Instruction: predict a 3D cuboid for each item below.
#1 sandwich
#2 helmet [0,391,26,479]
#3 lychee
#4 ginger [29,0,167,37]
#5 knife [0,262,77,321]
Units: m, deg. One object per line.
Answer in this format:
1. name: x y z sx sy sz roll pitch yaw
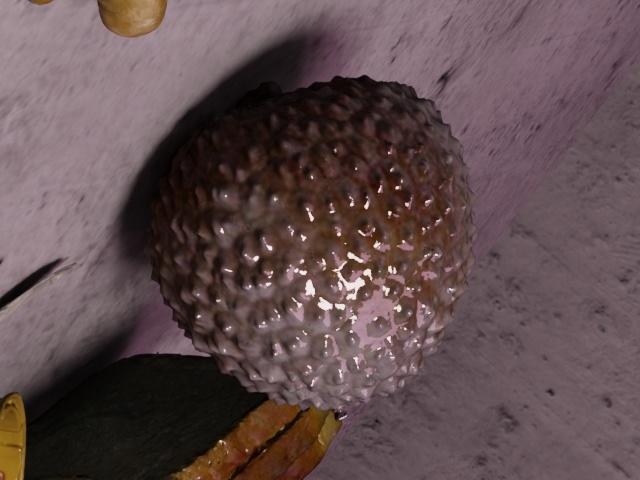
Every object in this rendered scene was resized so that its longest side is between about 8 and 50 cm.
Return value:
1. sandwich: -0.154 0.193 1.591 0.301 0.099 0.271 -5 -153 42
2. helmet: -0.310 0.210 1.358 0.257 0.140 0.205 94 3 -78
3. lychee: 0.004 -0.005 1.476 0.300 0.300 0.300 -45 166 -14
4. ginger: -0.132 -0.182 0.987 0.118 0.065 0.299 -57 163 9
5. knife: -0.299 0.101 1.362 0.298 0.017 0.047 -42 172 -27
